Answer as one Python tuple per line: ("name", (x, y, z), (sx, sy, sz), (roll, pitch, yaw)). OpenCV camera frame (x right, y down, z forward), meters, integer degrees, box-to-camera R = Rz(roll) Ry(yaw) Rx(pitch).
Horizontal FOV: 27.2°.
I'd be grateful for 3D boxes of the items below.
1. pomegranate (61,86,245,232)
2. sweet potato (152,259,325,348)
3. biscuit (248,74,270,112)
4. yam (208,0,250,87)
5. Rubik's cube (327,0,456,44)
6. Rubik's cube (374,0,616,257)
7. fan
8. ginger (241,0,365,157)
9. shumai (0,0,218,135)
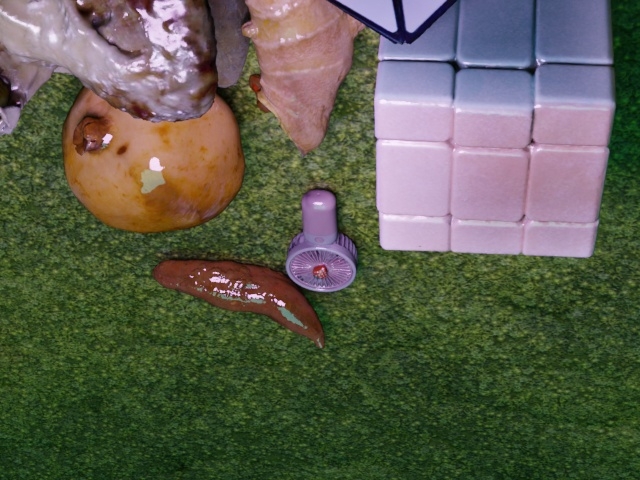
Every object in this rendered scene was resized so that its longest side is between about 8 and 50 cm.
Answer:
("pomegranate", (-0.259, -0.142, 2.084), (0.307, 0.307, 0.307), (5, 141, 4))
("sweet potato", (-0.139, 0.091, 2.489), (0.354, 0.095, 0.106), (22, 96, -1))
("biscuit", (-0.049, -0.238, 2.117), (0.130, 0.019, 0.119), (-27, 130, 35))
("yam", (-0.157, -0.345, 1.936), (0.106, 0.106, 0.259), (2, 144, 8))
("Rubik's cube", (0.094, -0.440, 1.658), (0.250, 0.246, 0.248), (28, 138, -24))
("Rubik's cube", (0.244, -0.193, 1.883), (0.315, 0.322, 0.319), (2, 140, 5))
("fan", (0.000, 0.000, 2.362), (0.130, 0.074, 0.244), (3, 141, 7))
("ginger", (-0.030, -0.266, 1.988), (0.189, 0.126, 0.354), (-13, 140, -18))
("shumai", (-0.335, -0.322, 1.714), (0.348, 0.395, 0.395), (-12, 144, -13))
